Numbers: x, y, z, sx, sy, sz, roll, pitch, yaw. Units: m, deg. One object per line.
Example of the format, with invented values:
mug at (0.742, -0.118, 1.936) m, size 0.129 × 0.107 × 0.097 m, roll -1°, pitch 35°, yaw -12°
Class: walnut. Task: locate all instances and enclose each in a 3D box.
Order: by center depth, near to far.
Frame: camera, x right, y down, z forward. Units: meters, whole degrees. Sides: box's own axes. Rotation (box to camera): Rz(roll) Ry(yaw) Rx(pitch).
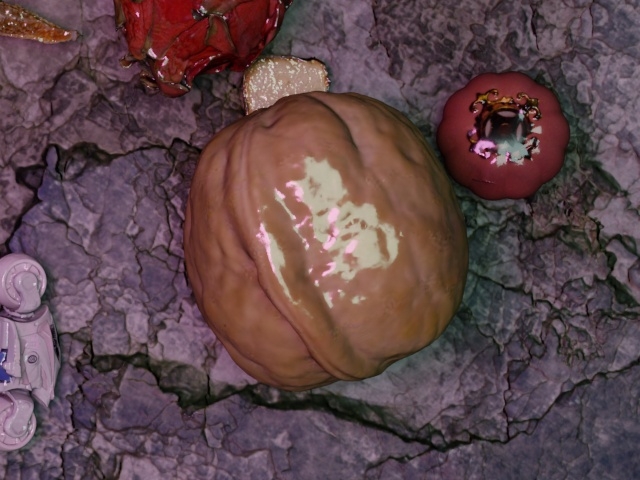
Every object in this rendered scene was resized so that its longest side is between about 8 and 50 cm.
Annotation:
walnut at (0.000, 0.000, 1.546) m, size 0.381 × 0.381 × 0.382 m, roll 0°, pitch 90°, yaw -11°

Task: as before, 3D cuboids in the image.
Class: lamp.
lamp at (0.249, -0.141, 1.692) m, size 0.181 × 0.140 × 0.182 m, roll -1°, pitch 81°, yaw 5°

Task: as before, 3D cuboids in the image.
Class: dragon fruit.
dragon fruit at (-0.149, -0.324, 1.555) m, size 0.244 × 0.244 × 0.299 m, roll 17°, pitch 78°, yaw -11°

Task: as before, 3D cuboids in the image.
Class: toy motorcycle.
toy motorcycle at (-0.384, 0.144, 1.593) m, size 0.112 × 0.112 × 0.254 m, roll 5°, pitch 90°, yaw -11°

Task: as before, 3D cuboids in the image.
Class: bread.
bread at (-0.047, -0.186, 1.678) m, size 0.126 × 0.044 × 0.129 m, roll -4°, pitch 88°, yaw -18°

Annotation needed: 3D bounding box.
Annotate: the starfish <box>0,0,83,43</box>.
starfish at (-0.436, -0.306, 1.542) m, size 0.293 × 0.084 × 0.302 m, roll -18°, pitch 110°, yaw -29°
